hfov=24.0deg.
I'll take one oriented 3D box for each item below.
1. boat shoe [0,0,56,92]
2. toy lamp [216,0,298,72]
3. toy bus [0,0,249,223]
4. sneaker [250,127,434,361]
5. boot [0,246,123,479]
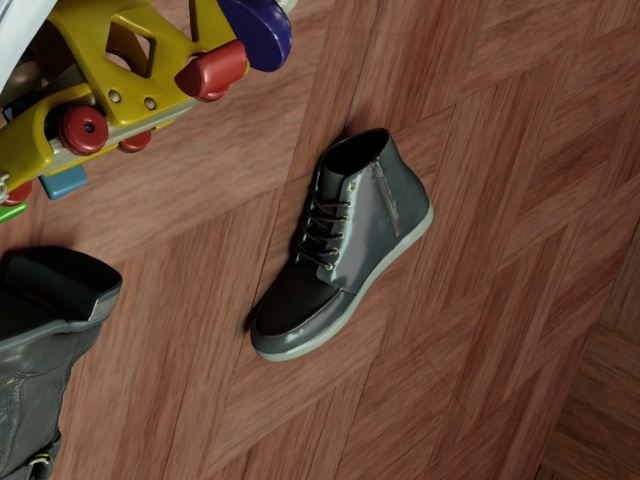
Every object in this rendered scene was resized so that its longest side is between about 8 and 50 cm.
[{"bbox_3d":[-0.206,-0.100,0.761,0.088,0.096,0.267,24,111,-37],"label":"boat shoe"},{"bbox_3d":[0.025,-0.243,1.109,0.275,0.080,0.080,-51,156,-24],"label":"toy lamp"},{"bbox_3d":[-0.144,-0.095,0.872,0.191,0.104,0.202,-28,-179,0],"label":"toy bus"},{"bbox_3d":[0.000,0.000,1.367,0.222,0.083,0.118,-48,136,-15],"label":"sneaker"},{"bbox_3d":[-0.227,0.130,0.979,0.263,0.091,0.229,-14,128,-64],"label":"boot"}]
